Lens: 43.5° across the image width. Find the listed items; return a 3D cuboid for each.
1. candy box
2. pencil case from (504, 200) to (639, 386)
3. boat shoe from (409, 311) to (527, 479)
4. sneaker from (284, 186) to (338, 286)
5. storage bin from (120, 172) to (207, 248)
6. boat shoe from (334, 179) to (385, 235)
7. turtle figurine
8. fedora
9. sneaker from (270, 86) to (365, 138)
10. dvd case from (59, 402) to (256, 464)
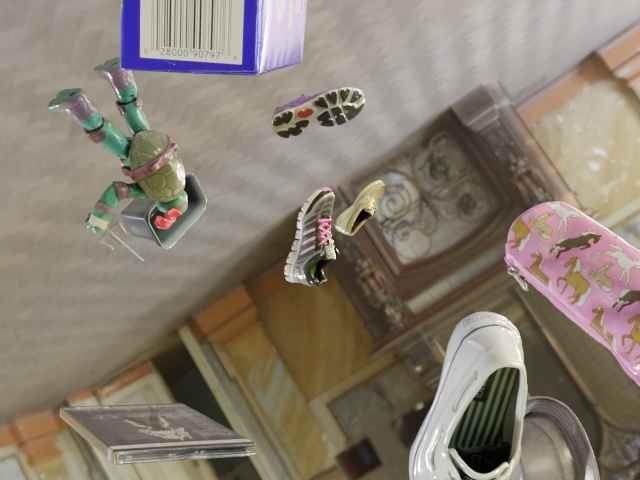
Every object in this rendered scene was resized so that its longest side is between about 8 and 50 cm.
[{"bbox_3d":[-0.078,-0.291,0.729,0.122,0.268,0.317,5,-166,5],"label":"candy box"},{"bbox_3d":[0.468,0.085,1.312,0.160,0.386,0.167,15,111,-35],"label":"pencil case"},{"bbox_3d":[0.119,0.171,0.654,0.083,0.226,0.076,0,-155,-1],"label":"boat shoe"},{"bbox_3d":[0.000,0.000,1.288,0.063,0.075,0.170,-4,115,-56],"label":"sneaker"},{"bbox_3d":[-0.284,-0.060,1.412,0.091,0.098,0.135,6,-136,33],"label":"storage bin"},{"bbox_3d":[0.088,-0.061,1.594,0.135,0.045,0.050,-48,145,-10],"label":"boat shoe"},{"bbox_3d":[-0.231,-0.101,1.009,0.118,0.234,0.175,-9,-147,27],"label":"turtle figurine"},{"bbox_3d":[0.376,0.418,1.472,0.124,0.244,0.275,-8,163,-16],"label":"fedora"},{"bbox_3d":[-0.008,-0.235,1.386,0.170,0.071,0.068,-13,131,11],"label":"sneaker"},{"bbox_3d":[-0.199,0.226,0.954,0.164,0.018,0.221,6,179,-32],"label":"dvd case"}]
